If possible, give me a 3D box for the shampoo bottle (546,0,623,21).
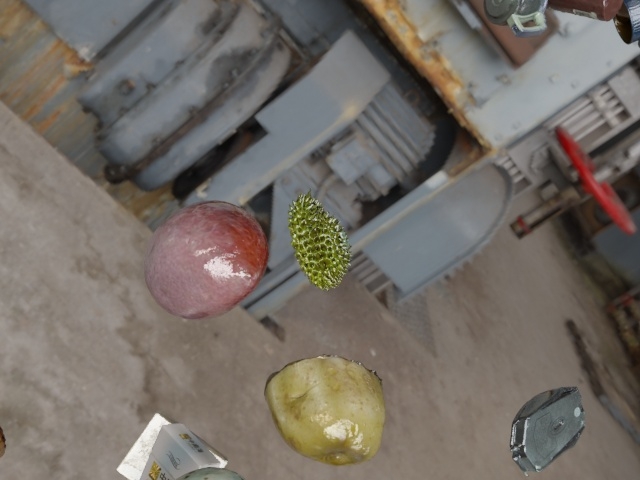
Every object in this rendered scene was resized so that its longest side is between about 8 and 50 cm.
[{"bbox_3d":[0.348,-0.392,1.297,0.236,0.067,0.068,30,-12,37],"label":"shampoo bottle"}]

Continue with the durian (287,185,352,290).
[{"bbox_3d":[0.006,-0.002,1.770,0.221,0.095,0.137,67,27,-6],"label":"durian"}]

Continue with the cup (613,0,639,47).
[{"bbox_3d":[0.719,-0.493,1.835,0.150,0.138,0.113,63,10,-54],"label":"cup"}]

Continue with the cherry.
[{"bbox_3d":[-0.203,0.029,1.516,0.206,0.239,0.239,52,21,2],"label":"cherry"}]

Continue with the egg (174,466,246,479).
[{"bbox_3d":[-0.165,0.389,1.215,0.131,0.164,0.131,2,87,-53],"label":"egg"}]

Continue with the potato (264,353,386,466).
[{"bbox_3d":[0.025,0.397,1.890,0.285,0.242,0.242,21,35,-26],"label":"potato"}]

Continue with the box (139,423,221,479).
[{"bbox_3d":[-0.324,0.542,1.843,0.155,0.243,0.067,32,15,37],"label":"box"}]

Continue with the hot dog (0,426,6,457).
[{"bbox_3d":[-0.584,0.336,1.187,0.122,0.196,0.272,38,54,16],"label":"hot dog"}]

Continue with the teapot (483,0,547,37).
[{"bbox_3d":[0.230,-0.269,0.972,0.057,0.066,0.088,1,62,-27],"label":"teapot"}]

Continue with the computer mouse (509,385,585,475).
[{"bbox_3d":[0.424,0.354,1.620,0.231,0.071,0.126,-27,108,-35],"label":"computer mouse"}]

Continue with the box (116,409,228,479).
[{"bbox_3d":[-0.354,0.535,2.029,0.212,0.168,0.095,36,-9,-2],"label":"box"}]
